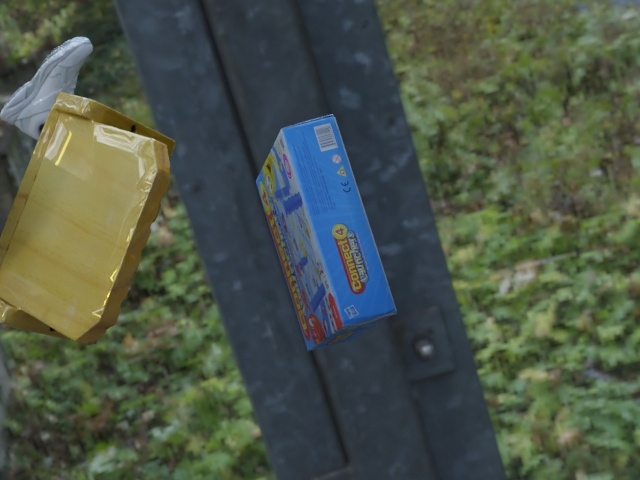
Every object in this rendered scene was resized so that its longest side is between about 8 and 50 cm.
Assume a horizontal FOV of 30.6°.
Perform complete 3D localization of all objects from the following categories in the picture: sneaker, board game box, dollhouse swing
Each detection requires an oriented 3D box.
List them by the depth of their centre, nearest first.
[{"bbox_3d":[-0.298,-0.003,1.748,0.305,0.347,0.315,19,-3,30],"label":"dollhouse swing"},{"bbox_3d":[0.000,0.000,1.817,0.086,0.308,0.302,-15,-9,-13],"label":"board game box"},{"bbox_3d":[-0.489,-0.282,2.194,0.232,0.115,0.090,-41,18,22],"label":"sneaker"}]
